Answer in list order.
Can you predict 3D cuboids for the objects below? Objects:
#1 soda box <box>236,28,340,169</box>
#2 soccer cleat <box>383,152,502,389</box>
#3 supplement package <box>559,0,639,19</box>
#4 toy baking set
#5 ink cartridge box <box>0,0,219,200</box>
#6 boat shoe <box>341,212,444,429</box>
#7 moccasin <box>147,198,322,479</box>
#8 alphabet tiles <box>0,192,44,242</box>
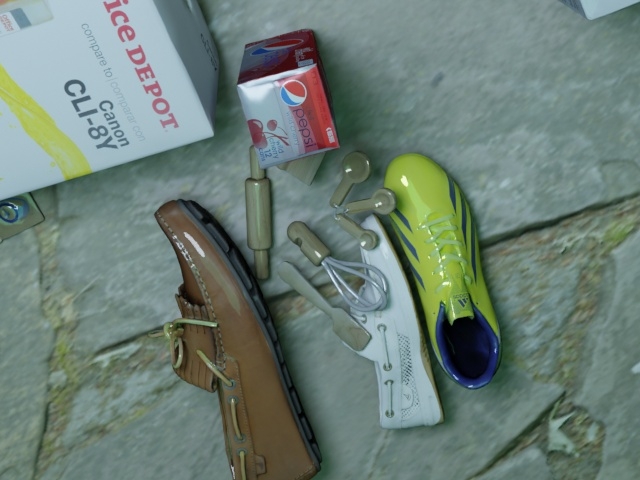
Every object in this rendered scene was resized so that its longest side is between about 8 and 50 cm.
[{"bbox_3d":[-0.033,-0.154,1.333,0.083,0.263,0.092,-15,107,4],"label":"soda box"},{"bbox_3d":[0.148,0.037,1.468,0.093,0.121,0.289,-18,106,5],"label":"soccer cleat"},{"bbox_3d":[0.323,-0.340,1.313,0.194,0.203,0.149,-20,107,6],"label":"supplement package"},{"bbox_3d":[-0.006,-0.003,1.453,0.197,0.030,0.256,14,111,31],"label":"toy baking set"},{"bbox_3d":[-0.327,-0.200,1.299,0.385,0.160,0.279,-16,129,8],"label":"ink cartridge box"},{"bbox_3d":[0.071,0.106,1.501,0.096,0.098,0.277,-15,108,3],"label":"boat shoe"},{"bbox_3d":[-0.120,0.131,1.496,0.147,0.139,0.380,-20,116,-4],"label":"moccasin"},{"bbox_3d":[-0.488,-0.098,1.478,0.342,0.011,0.285,-25,106,7],"label":"alphabet tiles"}]
